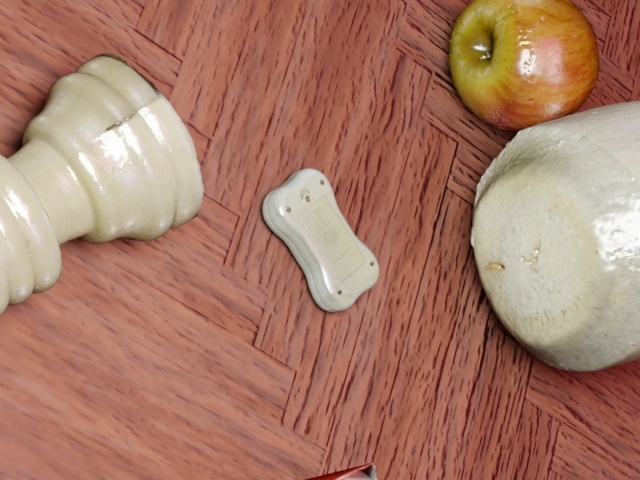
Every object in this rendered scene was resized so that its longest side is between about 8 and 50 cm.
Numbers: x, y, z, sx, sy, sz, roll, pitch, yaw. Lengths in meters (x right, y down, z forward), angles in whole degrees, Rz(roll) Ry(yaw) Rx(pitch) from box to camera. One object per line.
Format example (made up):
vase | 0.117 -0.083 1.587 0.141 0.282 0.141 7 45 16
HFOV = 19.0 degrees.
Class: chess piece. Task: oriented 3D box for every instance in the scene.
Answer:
chess piece | -0.237 -0.009 1.418 0.307 0.124 0.139 -36 138 -36

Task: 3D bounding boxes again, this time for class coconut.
coconut | 0.279 -0.008 1.755 0.266 0.237 0.237 -10 84 -37

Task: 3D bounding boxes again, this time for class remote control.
remote control | 0.000 0.000 1.654 0.074 0.032 0.122 -39 102 -40

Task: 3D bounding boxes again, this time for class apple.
apple | 0.196 -0.171 1.799 0.146 0.146 0.146 13 69 -37

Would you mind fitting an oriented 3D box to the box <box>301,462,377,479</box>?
box | 0.007 0.299 1.511 0.050 0.123 0.229 4 74 -36
